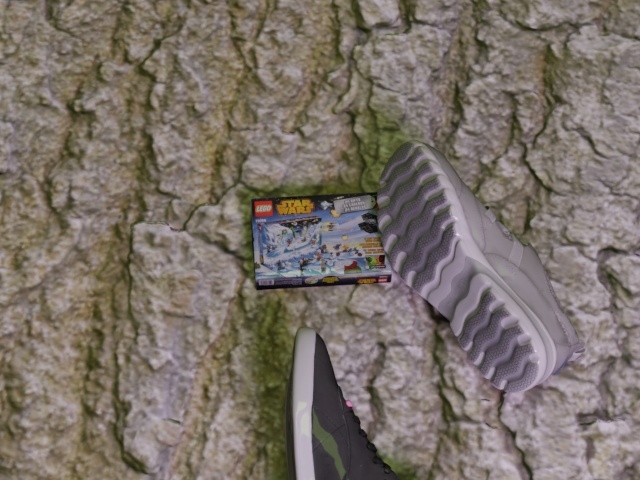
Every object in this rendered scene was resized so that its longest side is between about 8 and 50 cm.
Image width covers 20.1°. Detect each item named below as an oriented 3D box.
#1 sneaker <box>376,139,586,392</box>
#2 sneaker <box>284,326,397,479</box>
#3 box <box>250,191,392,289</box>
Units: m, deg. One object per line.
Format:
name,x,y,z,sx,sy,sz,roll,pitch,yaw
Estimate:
sneaker,0.153,0.024,1.760,0.115,0.105,0.281,-8,61,-46
sneaker,0.047,0.216,1.638,0.146,0.104,0.296,-5,66,-5
box,0.000,0.000,1.801,0.137,0.027,0.094,-3,61,-2
